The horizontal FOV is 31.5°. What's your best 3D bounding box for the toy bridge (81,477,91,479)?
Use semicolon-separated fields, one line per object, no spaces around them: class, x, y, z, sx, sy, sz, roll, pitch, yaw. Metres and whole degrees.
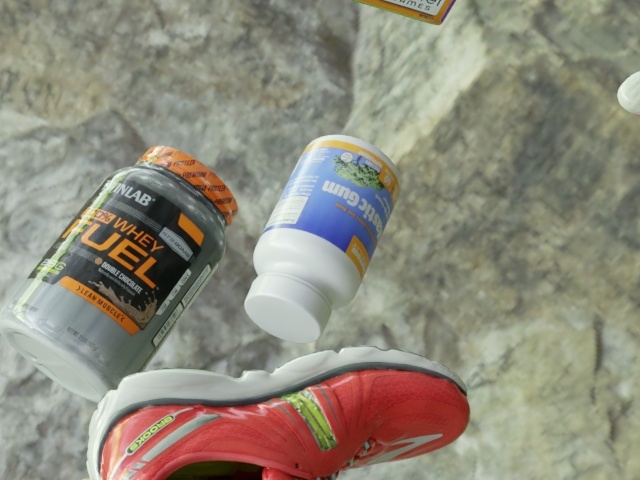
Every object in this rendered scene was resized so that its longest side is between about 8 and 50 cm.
toy bridge;-0.112;0.209;0.899;0.188;0.026;0.063;3;-103;-50

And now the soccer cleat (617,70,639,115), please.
soccer cleat;0.470;-0.203;1.424;0.196;0.076;0.068;-10;-108;-9

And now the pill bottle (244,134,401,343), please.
pill bottle;0.000;0.000;1.557;0.152;0.152;0.272;29;-122;-8

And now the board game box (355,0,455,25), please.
board game box;0.008;-0.467;0.940;0.356;0.356;0.356;13;-127;-14

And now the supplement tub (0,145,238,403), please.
supplement tub;-0.273;0.043;1.592;0.207;0.207;0.338;34;-114;-2

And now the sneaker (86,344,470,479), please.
sneaker;-0.017;0.152;0.780;0.279;0.107;0.118;-6;-141;-20
